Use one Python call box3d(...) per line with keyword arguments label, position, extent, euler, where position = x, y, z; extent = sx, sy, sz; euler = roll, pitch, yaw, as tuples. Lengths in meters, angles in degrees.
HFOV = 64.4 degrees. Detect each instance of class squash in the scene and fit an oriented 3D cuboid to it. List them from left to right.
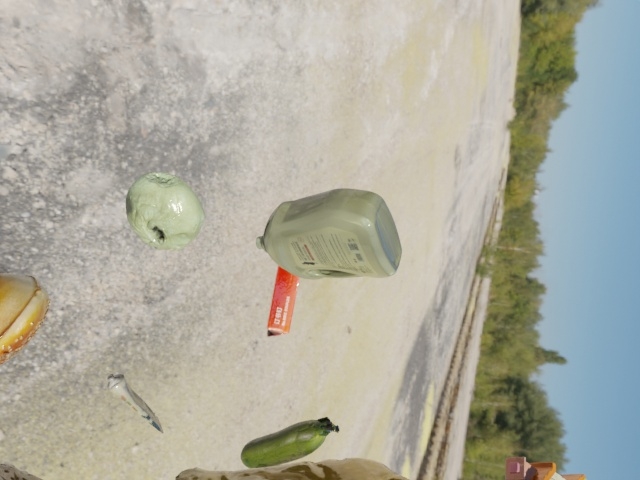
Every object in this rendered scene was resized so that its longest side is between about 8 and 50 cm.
box3d(label="squash", position=(-0.076, 0.500, 1.253), extent=(0.087, 0.331, 0.087), euler=(34, 38, -32))

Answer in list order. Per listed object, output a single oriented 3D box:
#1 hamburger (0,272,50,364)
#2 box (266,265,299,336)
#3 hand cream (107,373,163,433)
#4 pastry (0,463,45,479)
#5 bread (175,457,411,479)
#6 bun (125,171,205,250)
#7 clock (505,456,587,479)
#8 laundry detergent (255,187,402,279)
box3d(label="hamburger", position=(-0.684, 0.173, 1.094), extent=(0.147, 0.236, 0.237), euler=(40, 54, -34))
box3d(label="box", position=(-0.066, 0.072, 1.034), extent=(0.123, 0.049, 0.230), euler=(-95, -163, -83))
box3d(label="hand cream", position=(-0.358, 0.315, 0.989), extent=(0.037, 0.057, 0.165), euler=(-36, 122, -13))
box3d(label="pastry", position=(-0.188, 0.206, 0.270), extent=(0.100, 0.229, 0.219), euler=(-43, 144, -13))
box3d(label="bread", position=(-0.008, 0.453, 0.612), extent=(0.250, 0.393, 0.362), euler=(68, 14, -68))
box3d(label="bun", position=(-0.400, -0.066, 1.279), extent=(0.108, 0.221, 0.222), euler=(-54, 145, -49))
box3d(label="clock", position=(0.476, 0.573, 1.046), extent=(0.255, 0.106, 0.220), euler=(38, 47, -24))
box3d(label="laundry detergent", position=(0.000, 0.000, 0.870), extent=(0.181, 0.253, 0.091), euler=(60, 38, -38))
